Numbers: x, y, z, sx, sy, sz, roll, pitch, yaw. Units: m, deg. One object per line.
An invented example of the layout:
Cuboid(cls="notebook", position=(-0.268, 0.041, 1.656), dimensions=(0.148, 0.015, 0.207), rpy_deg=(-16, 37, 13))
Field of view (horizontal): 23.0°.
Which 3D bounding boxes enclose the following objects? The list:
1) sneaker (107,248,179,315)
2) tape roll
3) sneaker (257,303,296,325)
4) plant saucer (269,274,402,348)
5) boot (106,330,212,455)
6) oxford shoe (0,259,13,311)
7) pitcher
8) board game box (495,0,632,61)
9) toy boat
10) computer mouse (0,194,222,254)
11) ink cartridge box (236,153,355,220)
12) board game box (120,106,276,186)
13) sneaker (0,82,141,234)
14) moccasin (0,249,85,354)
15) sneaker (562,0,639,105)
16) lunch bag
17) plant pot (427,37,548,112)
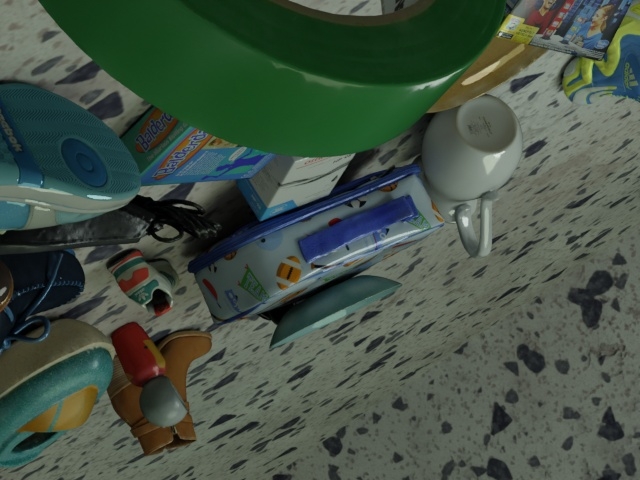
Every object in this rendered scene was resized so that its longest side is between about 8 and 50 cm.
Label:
Cuboid(cls="sneaker", position=(-0.206, 0.062, 1.922), dimensions=(0.057, 0.075, 0.161), rpy_deg=(-32, 164, 5))
Cuboid(cls="tape roll", position=(-0.037, -0.202, 0.948), dimensions=(0.321, 0.321, 0.077), rpy_deg=(-16, 159, -43))
Cuboid(cls="sneaker", position=(-0.077, 0.084, 2.191), dimensions=(0.084, 0.097, 0.235), rpy_deg=(-31, 165, 1))
Cuboid(cls="plant saucer", position=(0.013, 0.085, 2.059), dimensions=(0.195, 0.037, 0.195), rpy_deg=(-25, 175, -2))
Cuboid(cls="boot", position=(-0.211, 0.220, 2.260), dimensions=(0.197, 0.152, 0.073), rpy_deg=(-20, 161, -35))
Cuboid(cls="oxford shoe", position=(-0.393, 0.048, 1.429), dimensions=(0.271, 0.097, 0.098), rpy_deg=(-10, 163, -38))
Cuboid(cls="pitcher", position=(0.197, -0.083, 2.033), dimensions=(0.125, 0.178, 0.207), rpy_deg=(-20, 163, -19))
Cuboid(cls="board game box", position=(0.285, -0.299, 1.698), dimensions=(0.194, 0.060, 0.194), rpy_deg=(5, 127, -45))
Cuboid(cls="toy boat", position=(-0.308, 0.198, 2.018), dimensions=(0.318, 0.148, 0.267), rpy_deg=(-12, 156, -49))
Cuboid(cls="computer mouse", position=(-0.248, -0.032, 1.510), dimensions=(0.188, 0.072, 0.272), rpy_deg=(6, -171, 43))
Cuboid(cls="ink cartridge box", position=(-0.018, -0.101, 1.792), dimensions=(0.104, 0.060, 0.180), rpy_deg=(-22, 162, -28))
Cuboid(cls="board game box", position=(-0.095, -0.121, 1.612), dimensions=(0.160, 0.047, 0.210), rpy_deg=(-39, 163, 30))
Cuboid(cls="sneaker", position=(-0.320, -0.030, 1.340), dimensions=(0.319, 0.127, 0.208), rpy_deg=(5, 141, -49))
Cuboid(cls="moccasin", position=(-0.373, 0.085, 1.602), dimensions=(0.342, 0.117, 0.138), rpy_deg=(-13, 156, -48))
Cuboid(cls="sneaker", position=(0.403, -0.215, 2.104), dimensions=(0.091, 0.126, 0.240), rpy_deg=(-26, 164, -16))
Cuboid(cls="lunch bag", position=(0.000, 0.000, 1.973), dimensions=(0.303, 0.115, 0.243), rpy_deg=(-24, 176, -27))
Cuboid(cls="plant pot", position=(0.201, -0.232, 1.850), dimensions=(0.236, 0.032, 0.236), rpy_deg=(-29, 164, -9))
